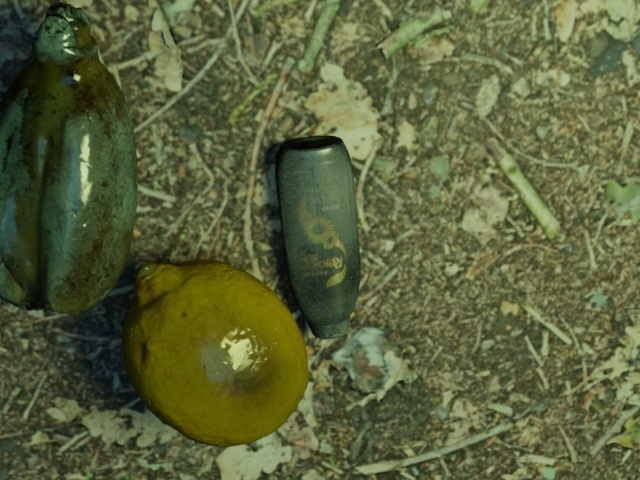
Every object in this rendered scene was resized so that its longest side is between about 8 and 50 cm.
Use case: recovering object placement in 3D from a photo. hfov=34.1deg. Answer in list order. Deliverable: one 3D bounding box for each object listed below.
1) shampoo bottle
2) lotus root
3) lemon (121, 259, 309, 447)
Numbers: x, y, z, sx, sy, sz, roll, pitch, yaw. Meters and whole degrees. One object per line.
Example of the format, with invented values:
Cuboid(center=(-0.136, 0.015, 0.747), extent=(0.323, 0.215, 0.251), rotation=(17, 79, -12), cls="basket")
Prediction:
Cuboid(center=(0.000, 0.000, 1.179), extent=(0.087, 0.049, 0.234), rotation=(-7, 113, -4), cls="shampoo bottle")
Cuboid(center=(-0.261, -0.079, 1.063), extent=(0.158, 0.140, 0.322), rotation=(13, 105, 12), cls="lotus root")
Cuboid(center=(-0.115, 0.122, 1.137), extent=(0.188, 0.188, 0.257), rotation=(-35, 116, 6), cls="lemon")
